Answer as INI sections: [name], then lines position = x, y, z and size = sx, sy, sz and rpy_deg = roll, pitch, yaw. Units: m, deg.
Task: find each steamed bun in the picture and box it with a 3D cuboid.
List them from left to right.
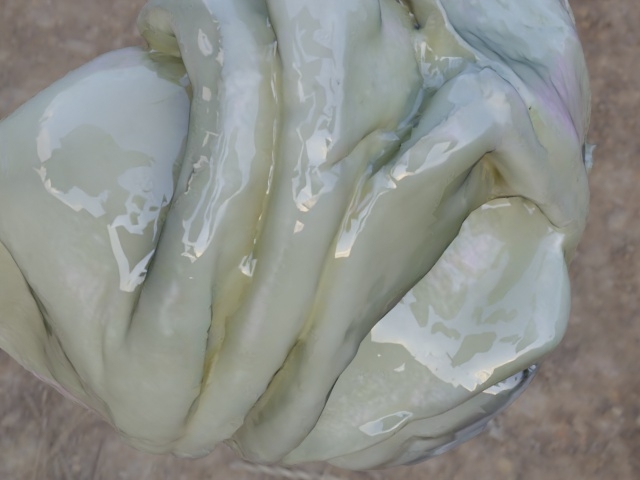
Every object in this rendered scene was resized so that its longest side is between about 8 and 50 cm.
[steamed bun]
position = 0.000, 0.000, 0.583
size = 0.207, 0.268, 0.280
rpy_deg = 53, 28, 5
